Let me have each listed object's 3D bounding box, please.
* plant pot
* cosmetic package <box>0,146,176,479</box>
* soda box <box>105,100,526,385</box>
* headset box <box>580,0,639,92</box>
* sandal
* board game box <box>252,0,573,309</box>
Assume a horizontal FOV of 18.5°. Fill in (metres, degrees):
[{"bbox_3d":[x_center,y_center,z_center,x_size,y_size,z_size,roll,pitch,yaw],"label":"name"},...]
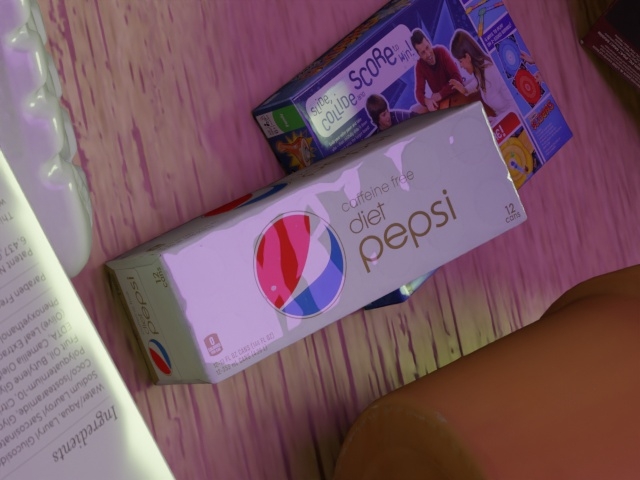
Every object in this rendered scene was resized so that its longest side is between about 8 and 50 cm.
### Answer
[{"bbox_3d":[0.139,0.164,1.031,0.203,0.291,0.291,-9,86,-28],"label":"plant pot"},{"bbox_3d":[-0.153,0.149,0.798,0.155,0.197,0.365,-35,103,-42],"label":"cosmetic package"},{"bbox_3d":[0.000,0.000,1.032,0.216,0.069,0.074,-27,100,-30],"label":"soda box"},{"bbox_3d":[0.322,-0.146,1.243,0.218,0.293,0.110,42,52,2],"label":"headset box"},{"bbox_3d":[-0.202,-0.172,0.889,0.102,0.169,0.416,-17,93,-4],"label":"sandal"},{"bbox_3d":[0.060,-0.069,1.161,0.201,0.035,0.136,-41,108,-41],"label":"board game box"}]
